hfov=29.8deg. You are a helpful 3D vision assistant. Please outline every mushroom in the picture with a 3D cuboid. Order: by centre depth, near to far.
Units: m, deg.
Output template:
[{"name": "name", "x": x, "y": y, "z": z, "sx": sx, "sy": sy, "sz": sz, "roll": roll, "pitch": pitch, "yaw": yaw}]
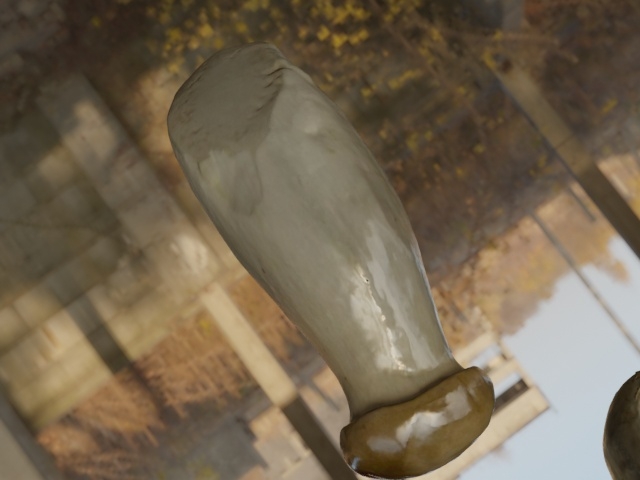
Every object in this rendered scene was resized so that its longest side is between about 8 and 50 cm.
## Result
[{"name": "mushroom", "x": 0.000, "y": 0.000, "z": 0.835, "sx": 0.128, "sy": 0.350, "sz": 0.128, "roll": -25, "pitch": 163, "yaw": -8}, {"name": "mushroom", "x": 0.390, "y": 0.269, "z": 1.322, "sx": 0.122, "sy": 0.095, "sz": 0.351, "roll": -22, "pitch": -149, "yaw": 8}]
